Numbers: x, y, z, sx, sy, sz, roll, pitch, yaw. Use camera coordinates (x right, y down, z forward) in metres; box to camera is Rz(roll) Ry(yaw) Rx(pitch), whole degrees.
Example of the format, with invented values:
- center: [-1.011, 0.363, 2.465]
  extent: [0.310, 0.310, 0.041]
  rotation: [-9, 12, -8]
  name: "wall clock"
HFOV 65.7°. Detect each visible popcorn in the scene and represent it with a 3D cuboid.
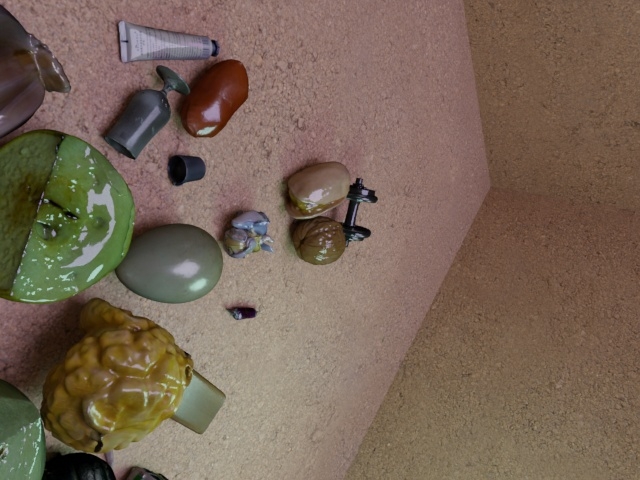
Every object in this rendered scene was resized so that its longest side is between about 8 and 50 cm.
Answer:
- center: [-0.501, 0.312, 1.198]
  extent: [0.348, 0.382, 0.349]
  rotation: [-22, 143, -18]
  name: "popcorn"

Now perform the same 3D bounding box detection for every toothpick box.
- center: [-0.435, 0.445, 1.487]
  extent: [0.190, 0.187, 0.308]
  rotation: [-58, 146, -23]
  name: "toothpick box"

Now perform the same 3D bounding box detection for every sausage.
- center: [-0.294, -0.397, 1.382]
  extent: [0.258, 0.133, 0.133]
  rotation: [-57, 142, -17]
  name: "sausage"

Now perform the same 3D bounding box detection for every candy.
- center: [-0.270, 0.257, 1.748]
  extent: [0.175, 0.045, 0.044]
  rotation: [9, 85, -56]
  name: "candy"

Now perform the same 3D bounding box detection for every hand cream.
- center: [-0.385, -0.503, 1.279]
  extent: [0.276, 0.059, 0.096]
  rotation: [-17, 118, -45]
  name: "hand cream"

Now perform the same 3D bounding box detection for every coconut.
- center: [-0.701, 0.414, 0.979]
  extent: [0.328, 0.281, 0.329]
  rotation: [-6, 114, -13]
  name: "coconut"

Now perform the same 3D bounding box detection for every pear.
- center: [-0.563, -0.036, 1.079]
  extent: [0.318, 0.238, 0.343]
  rotation: [34, 69, -66]
  name: "pear"

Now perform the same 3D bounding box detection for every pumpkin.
- center: [-0.649, 0.641, 1.258]
  extent: [0.249, 0.216, 0.250]
  rotation: [-22, 144, -17]
  name: "pumpkin"

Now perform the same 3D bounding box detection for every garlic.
- center: [-0.639, -0.310, 0.913]
  extent: [0.325, 0.132, 0.279]
  rotation: [-47, 146, -43]
  name: "garlic"

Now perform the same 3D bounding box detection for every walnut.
- center: [0.000, 0.000, 1.890]
  extent: [0.213, 0.213, 0.214]
  rotation: [-26, 124, -47]
  name: "walnut"

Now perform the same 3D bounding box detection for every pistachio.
- center: [-0.008, -0.195, 1.837]
  extent: [0.299, 0.187, 0.188]
  rotation: [-29, 126, -38]
  name: "pistachio"

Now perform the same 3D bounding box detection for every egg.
- center: [-0.404, 0.062, 1.337]
  extent: [0.295, 0.218, 0.219]
  rotation: [0, 104, -42]
  name: "egg"

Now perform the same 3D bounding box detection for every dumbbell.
- center: [0.129, -0.112, 2.029]
  extent: [0.192, 0.192, 0.290]
  rotation: [-1, 105, -54]
  name: "dumbbell"

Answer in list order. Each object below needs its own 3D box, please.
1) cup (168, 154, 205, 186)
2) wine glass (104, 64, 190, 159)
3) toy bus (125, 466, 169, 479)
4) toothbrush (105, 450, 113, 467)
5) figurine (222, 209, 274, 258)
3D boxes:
- center: [-0.380, -0.193, 1.399]
  extent: [0.100, 0.078, 0.077]
  rotation: [-51, 161, 29]
  name: "cup"
- center: [-0.433, -0.318, 1.239]
  extent: [0.231, 0.103, 0.103]
  rotation: [-58, 142, -16]
  name: "wine glass"
- center: [-0.573, 0.853, 1.485]
  extent: [0.306, 0.143, 0.179]
  rotation: [-54, 138, -25]
  name: "toy bus"
- center: [-0.607, 0.519, 1.404]
  extent: [0.029, 0.025, 0.308]
  rotation: [-30, 127, -55]
  name: "toothbrush"
- center: [-0.233, -0.013, 1.626]
  extent: [0.184, 0.128, 0.208]
  rotation: [-59, 147, -16]
  name: "figurine"
